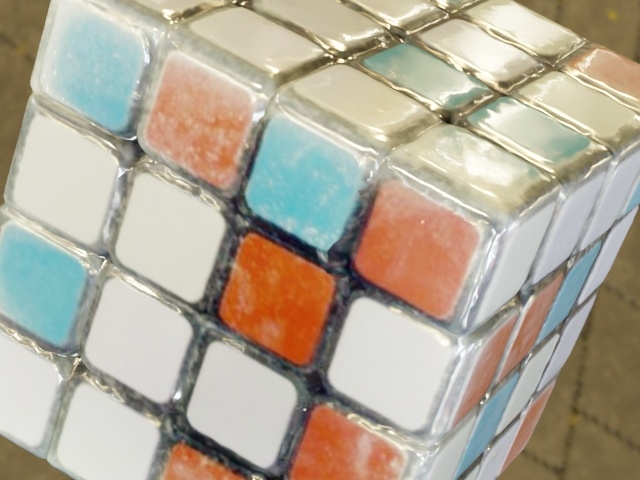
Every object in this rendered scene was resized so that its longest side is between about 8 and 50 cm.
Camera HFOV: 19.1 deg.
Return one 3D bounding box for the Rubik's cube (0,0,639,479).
[{"bbox_3d":[0.001,0.001,0.985,0.256,0.253,0.259,29,27,17],"label":"Rubik's cube"}]
